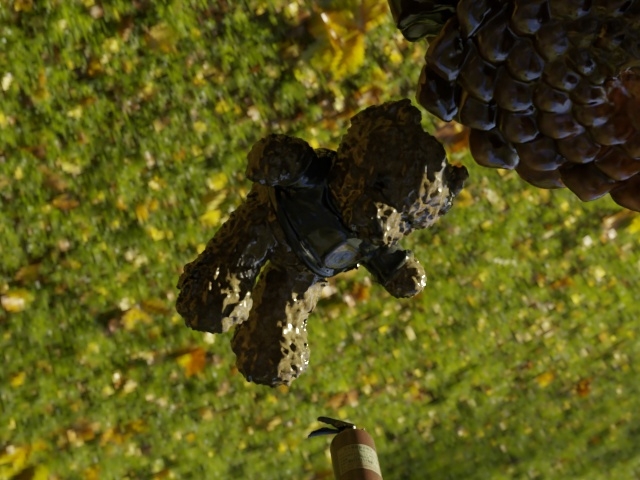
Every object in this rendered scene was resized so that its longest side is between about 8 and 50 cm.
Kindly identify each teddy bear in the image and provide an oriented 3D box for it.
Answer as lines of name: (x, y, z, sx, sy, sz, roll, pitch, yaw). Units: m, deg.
teddy bear: (-0.007, -0.012, 0.842, 0.251, 0.129, 0.182, -38, 131, 14)

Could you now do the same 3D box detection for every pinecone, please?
pinecone: (0.234, -0.239, 0.871, 0.384, 0.384, 0.384, -17, 146, -12)

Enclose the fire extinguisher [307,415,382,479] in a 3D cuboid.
fire extinguisher: (0.039, 0.337, 1.568, 0.099, 0.231, 0.071, -1, 121, -9)
